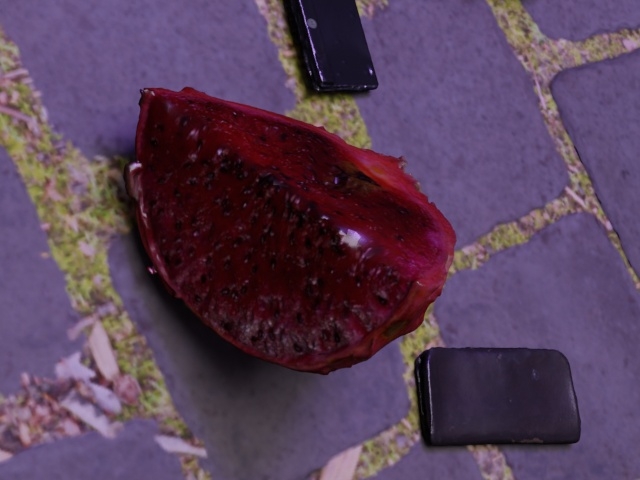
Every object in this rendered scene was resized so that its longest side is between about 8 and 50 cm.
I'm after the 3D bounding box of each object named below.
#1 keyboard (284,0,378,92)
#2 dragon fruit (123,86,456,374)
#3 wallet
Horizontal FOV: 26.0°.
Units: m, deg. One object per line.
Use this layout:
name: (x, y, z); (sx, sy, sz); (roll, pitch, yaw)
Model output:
keyboard: (-0.009, -0.231, 1.169); (0.072, 0.023, 0.231); (-6, 76, -40)
dragon fruit: (0.000, 0.000, 1.018); (0.262, 0.134, 0.211); (38, 32, 28)
wallet: (0.147, 0.127, 1.131); (0.156, 0.018, 0.082); (3, 72, -31)
